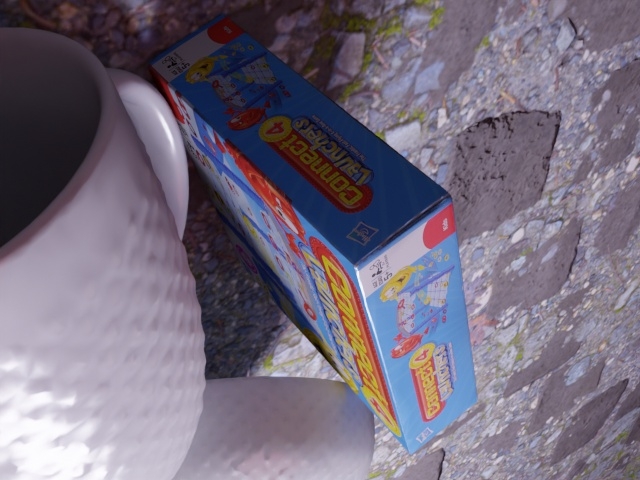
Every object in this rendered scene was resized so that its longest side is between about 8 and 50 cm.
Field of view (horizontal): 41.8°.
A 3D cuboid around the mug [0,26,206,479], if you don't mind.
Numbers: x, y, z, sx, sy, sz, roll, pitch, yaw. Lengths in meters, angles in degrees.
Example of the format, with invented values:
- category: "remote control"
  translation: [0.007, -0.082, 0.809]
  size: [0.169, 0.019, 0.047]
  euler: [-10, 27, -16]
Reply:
- category: "mug"
  translation: [-0.205, 0.029, 0.633]
  size: [0.328, 0.276, 0.374]
  euler: [75, 31, -45]

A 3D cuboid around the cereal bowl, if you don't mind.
- category: "cereal bowl"
  translation: [-0.103, 0.253, 0.891]
  size: [0.338, 0.141, 0.339]
  euler: [-6, 156, -3]

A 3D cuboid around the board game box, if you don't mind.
- category: "board game box"
  translation: [0.000, 0.000, 0.752]
  size: [0.086, 0.302, 0.308]
  euler: [-35, 142, -13]
